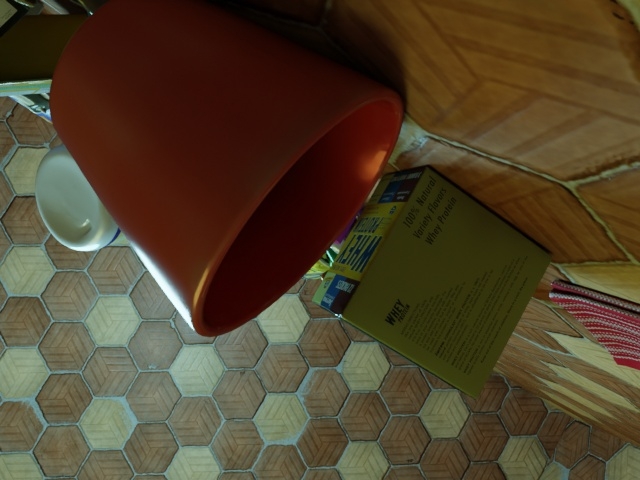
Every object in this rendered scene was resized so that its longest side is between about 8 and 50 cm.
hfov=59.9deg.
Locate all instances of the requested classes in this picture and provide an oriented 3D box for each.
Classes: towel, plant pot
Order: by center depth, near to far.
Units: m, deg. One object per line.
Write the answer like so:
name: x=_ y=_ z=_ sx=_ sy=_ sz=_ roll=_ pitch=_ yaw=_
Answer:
plant pot: x=-0.098 y=-0.090 z=0.531 sx=0.243 sy=0.275 sz=0.275 roll=40 pitch=176 yaw=15
towel: x=0.454 y=0.147 z=0.765 sx=0.274 sy=0.031 sz=0.198 roll=35 pitch=171 yaw=-36

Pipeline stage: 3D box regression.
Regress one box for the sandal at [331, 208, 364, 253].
sandal: x=0.124 y=0.025 z=1.020 sx=0.416 sy=0.102 sz=0.169 roll=46 pitch=-164 yaw=12

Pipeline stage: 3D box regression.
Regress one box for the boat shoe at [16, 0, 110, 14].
boat shoe: x=-0.281 y=-0.280 z=0.533 sx=0.257 sy=0.095 sz=0.095 roll=27 pitch=173 yaw=28

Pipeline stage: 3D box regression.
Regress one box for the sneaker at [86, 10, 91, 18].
sneaker: x=-0.213 y=-0.251 z=0.626 sx=0.089 sy=0.051 sz=0.170 roll=23 pitch=-175 yaw=-21

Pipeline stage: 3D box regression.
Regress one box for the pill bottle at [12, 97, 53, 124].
pill bottle: x=-0.565 y=-0.333 z=1.179 sx=0.152 sy=0.152 sz=0.272 roll=26 pitch=171 yaw=38

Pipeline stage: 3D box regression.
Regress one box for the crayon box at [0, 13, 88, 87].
crayon box: x=-0.381 y=-0.254 z=0.774 sx=0.202 sy=0.083 sz=0.322 roll=-14 pitch=-163 yaw=-27

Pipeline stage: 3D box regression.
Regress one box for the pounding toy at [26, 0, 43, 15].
pounding toy: x=-0.533 y=-0.379 z=0.906 sx=0.130 sy=0.100 sz=0.141 roll=28 pitch=173 yaw=27

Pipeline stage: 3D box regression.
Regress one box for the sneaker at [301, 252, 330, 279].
sneaker: x=-0.049 y=0.022 z=1.290 sx=0.383 sy=0.145 sz=0.147 roll=-2 pitch=163 yaw=-5

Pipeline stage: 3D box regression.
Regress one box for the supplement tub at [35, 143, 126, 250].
supplement tub: x=-0.468 y=-0.126 z=1.332 sx=0.240 sy=0.241 sz=0.331 roll=28 pitch=-155 yaw=18

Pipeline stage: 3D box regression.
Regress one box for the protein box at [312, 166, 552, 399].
protein box: x=0.134 y=0.049 z=0.701 sx=0.201 sy=0.200 sz=0.136 roll=32 pitch=173 yaw=-14

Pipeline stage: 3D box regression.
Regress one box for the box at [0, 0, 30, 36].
box: x=-0.507 y=-0.267 z=0.618 sx=0.322 sy=0.257 sz=0.079 roll=46 pitch=-178 yaw=23

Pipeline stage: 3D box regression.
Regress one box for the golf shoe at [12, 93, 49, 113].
golf shoe: x=-0.507 y=-0.302 z=1.070 sx=0.272 sy=0.120 sz=0.105 roll=10 pitch=-153 yaw=-38

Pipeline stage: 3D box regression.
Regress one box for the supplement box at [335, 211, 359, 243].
supplement box: x=-0.048 y=-0.098 z=0.801 sx=0.219 sy=0.111 sz=0.114 roll=26 pitch=172 yaw=32

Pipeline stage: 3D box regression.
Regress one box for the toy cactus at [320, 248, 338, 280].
toy cactus: x=0.000 y=0.000 z=1.114 sx=0.219 sy=0.112 sz=0.180 roll=63 pitch=-163 yaw=22
